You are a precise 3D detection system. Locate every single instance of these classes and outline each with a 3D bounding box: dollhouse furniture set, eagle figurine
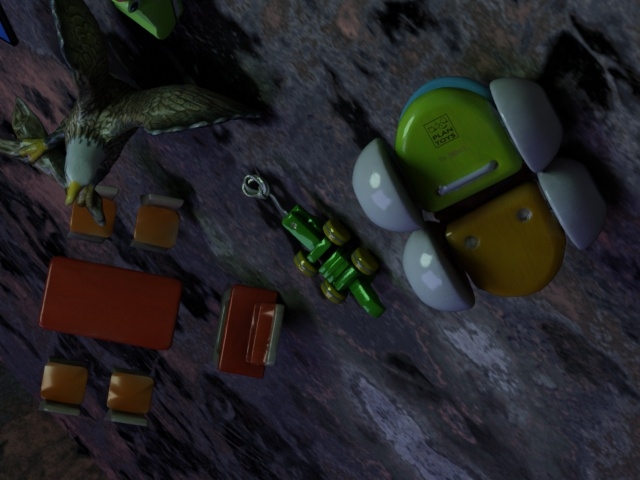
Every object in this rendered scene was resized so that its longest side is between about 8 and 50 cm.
[{"bbox_3d":[-0.181,0.080,2.165,0.259,0.262,0.135,10,176,-11],"label":"dollhouse furniture set"},{"bbox_3d":[-0.204,-0.133,1.893,0.298,0.226,0.225,-49,52,49],"label":"eagle figurine"}]

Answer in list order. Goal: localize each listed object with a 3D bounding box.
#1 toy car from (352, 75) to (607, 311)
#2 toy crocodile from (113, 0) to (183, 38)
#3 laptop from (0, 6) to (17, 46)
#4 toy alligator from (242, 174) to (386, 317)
[{"bbox_3d":[0.119,-0.048,1.481,0.182,0.159,0.136,57,-165,-26],"label":"toy car"},{"bbox_3d":[-0.174,-0.284,1.646,0.115,0.105,0.340,40,159,20],"label":"toy crocodile"},{"bbox_3d":[-0.512,-0.311,2.235,0.234,0.264,0.137,71,-174,-47],"label":"laptop"},{"bbox_3d":[0.000,0.000,1.915,0.190,0.056,0.051,46,-159,4],"label":"toy alligator"}]
